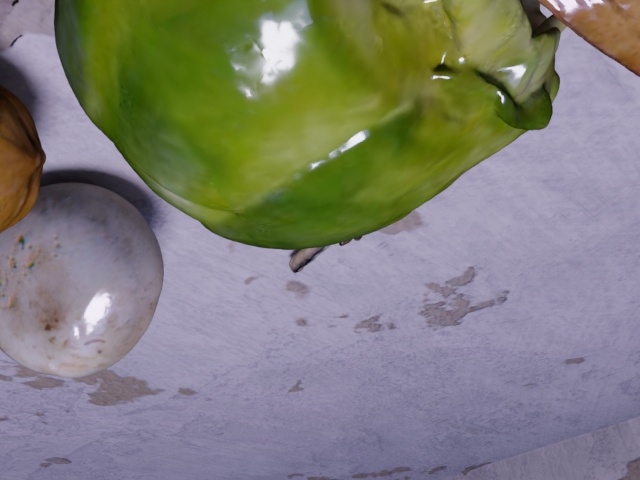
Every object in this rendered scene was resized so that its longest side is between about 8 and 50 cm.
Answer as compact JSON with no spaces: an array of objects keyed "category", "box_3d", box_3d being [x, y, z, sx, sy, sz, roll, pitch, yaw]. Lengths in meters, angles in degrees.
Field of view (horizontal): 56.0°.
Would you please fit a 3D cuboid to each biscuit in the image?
[{"category":"biscuit","box_3d":[0.180,-0.208,0.402,0.262,0.277,0.052,10,139,-36]}]

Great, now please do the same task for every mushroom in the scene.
[{"category":"mushroom","box_3d":[-0.304,0.046,0.781,0.243,0.244,0.244,-5,145,-4]},{"category":"mushroom","box_3d":[0.000,0.000,0.883,0.060,0.061,0.187,-18,167,-42]}]

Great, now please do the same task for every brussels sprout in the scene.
[{"category":"brussels sprout","box_3d":[-0.005,-0.149,0.466,0.370,0.276,0.315,-6,152,-33]}]

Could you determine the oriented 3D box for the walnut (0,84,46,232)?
[{"category":"walnut","box_3d":[-0.435,-0.077,0.565,0.335,0.209,0.209,-2,145,6]}]
